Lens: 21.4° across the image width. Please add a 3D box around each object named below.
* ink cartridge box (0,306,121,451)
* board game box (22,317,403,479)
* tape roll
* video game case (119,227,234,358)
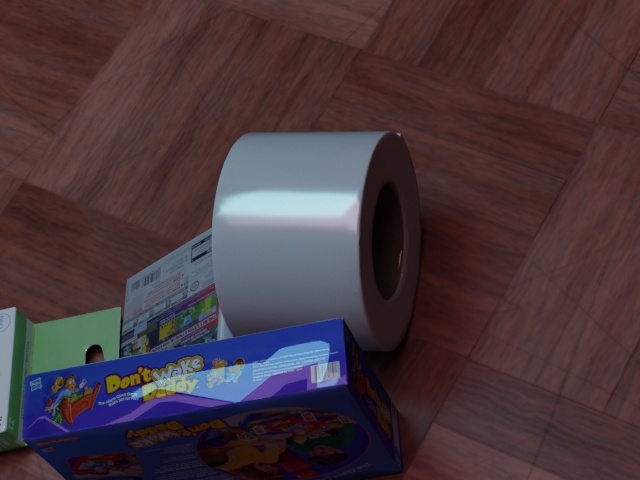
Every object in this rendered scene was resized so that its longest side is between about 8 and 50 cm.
[{"bbox_3d":[-0.356,0.162,2.005,0.235,0.056,0.171,-14,56,19],"label":"ink cartridge box"},{"bbox_3d":[-0.109,0.197,1.802,0.347,0.233,0.078,-11,58,12],"label":"board game box"},{"bbox_3d":[0.000,0.000,1.878,0.169,0.246,0.246,0,60,19],"label":"tape roll"},{"bbox_3d":[-0.165,0.092,1.951,0.201,0.023,0.183,-29,48,41],"label":"video game case"}]
